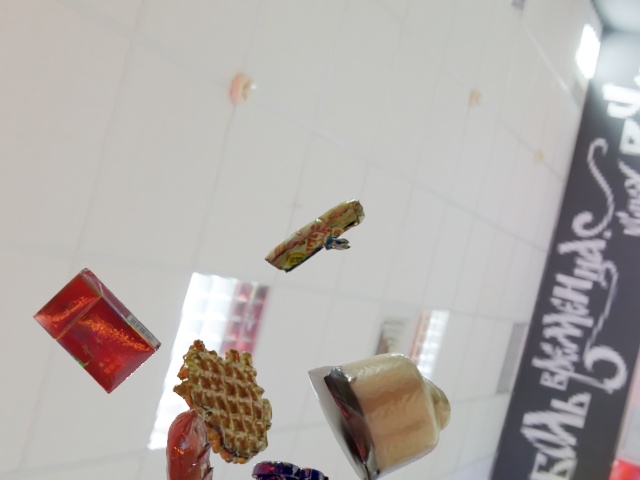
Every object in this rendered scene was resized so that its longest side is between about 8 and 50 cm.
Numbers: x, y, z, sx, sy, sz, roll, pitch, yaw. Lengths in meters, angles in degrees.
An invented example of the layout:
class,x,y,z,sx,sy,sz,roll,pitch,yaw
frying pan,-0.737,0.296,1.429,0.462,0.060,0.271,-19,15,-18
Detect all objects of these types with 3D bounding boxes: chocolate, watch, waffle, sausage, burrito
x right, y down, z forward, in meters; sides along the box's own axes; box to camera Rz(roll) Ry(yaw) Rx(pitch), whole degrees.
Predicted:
class,x,y,z,sx,sy,sz,roll,pitch,yaw
chocolate,0.163,0.426,2.522,0.297,0.326,0.314,-28,0,-13
watch,-0.113,0.708,2.647,0.171,0.196,0.200,34,-125,-37
waffle,-0.203,0.337,2.091,0.282,0.058,0.301,65,-158,5
sausage,-0.221,0.454,1.661,0.088,0.088,0.433,-40,-40,-53
burrito,0.000,0.000,2.208,0.104,0.288,0.054,38,-146,-28

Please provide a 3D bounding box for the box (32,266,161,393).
class,x,y,z,sx,sy,sz,roll,pitch,yaw
box,-0.353,0.143,1.549,0.112,0.175,0.048,-43,6,10
